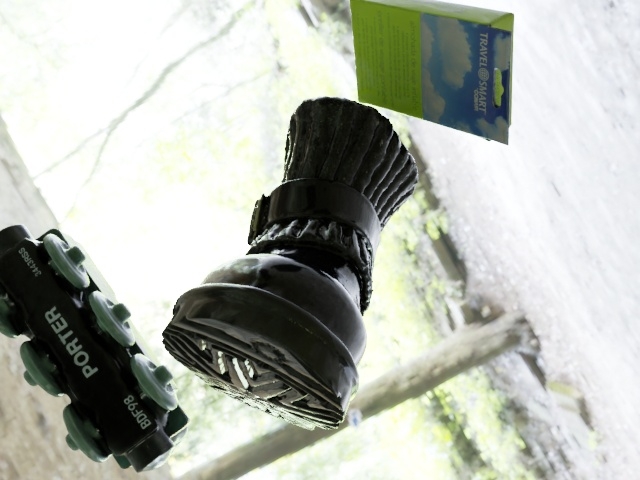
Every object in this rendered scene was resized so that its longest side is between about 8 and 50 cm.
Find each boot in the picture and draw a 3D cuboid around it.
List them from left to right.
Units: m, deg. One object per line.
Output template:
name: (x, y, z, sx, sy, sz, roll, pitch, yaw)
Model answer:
boot: (-0.004, -0.001, 0.666, 0.131, 0.260, 0.348, 24, 166, 0)

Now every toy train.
toy train: (-0.274, 0.126, 1.044, 0.334, 0.142, 0.190, 52, 178, 9)

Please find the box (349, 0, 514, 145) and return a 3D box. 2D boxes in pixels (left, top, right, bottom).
box: (0.106, -0.160, 0.785, 0.178, 0.042, 0.109, 24, 134, 39)
